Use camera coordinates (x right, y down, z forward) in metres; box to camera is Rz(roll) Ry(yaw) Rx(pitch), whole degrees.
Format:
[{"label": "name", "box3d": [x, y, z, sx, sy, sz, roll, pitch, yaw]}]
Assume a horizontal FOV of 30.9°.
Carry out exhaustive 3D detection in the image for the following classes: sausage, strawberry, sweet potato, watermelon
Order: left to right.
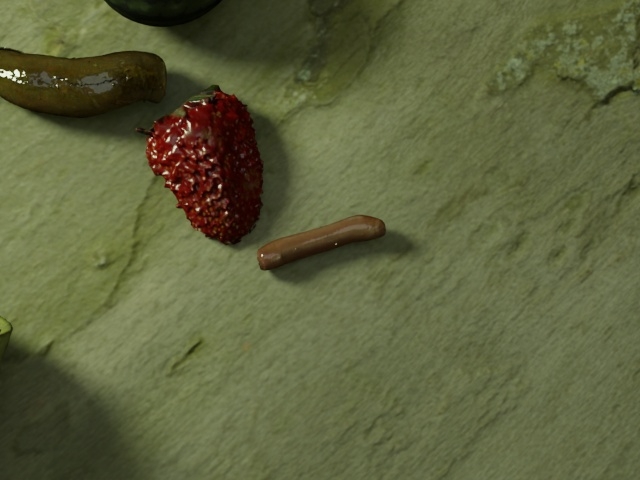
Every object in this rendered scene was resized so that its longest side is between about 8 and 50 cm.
[{"label": "sweet potato", "box3d": [-0.352, -0.218, 1.576, 0.285, 0.085, 0.112, 3, 45, 1]}, {"label": "watermelon", "box3d": [-0.214, -0.390, 1.561, 0.212, 0.212, 0.212, 2, 79, -10]}, {"label": "strawberry", "box3d": [-0.137, -0.110, 1.583, 0.167, 0.087, 0.208, -38, 90, -16]}, {"label": "sausage", "box3d": [0.000, 0.000, 1.609, 0.186, 0.043, 0.043, -16, 83, -12]}]

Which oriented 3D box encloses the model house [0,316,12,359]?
[{"label": "model house", "box3d": [-0.557, 0.199, 1.403, 0.321, 0.261, 0.266, 16, 103, 10]}]
